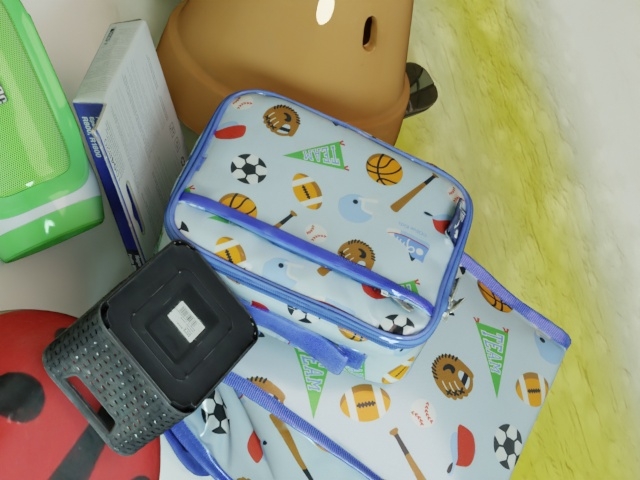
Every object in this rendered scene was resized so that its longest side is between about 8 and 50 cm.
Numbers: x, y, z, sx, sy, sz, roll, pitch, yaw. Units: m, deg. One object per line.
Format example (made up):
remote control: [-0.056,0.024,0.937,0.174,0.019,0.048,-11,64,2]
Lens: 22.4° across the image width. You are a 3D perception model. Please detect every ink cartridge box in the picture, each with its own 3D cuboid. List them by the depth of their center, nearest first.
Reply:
ink cartridge box: [-0.188,-0.075,1.633,0.224,0.045,0.223,-78,157,-55]

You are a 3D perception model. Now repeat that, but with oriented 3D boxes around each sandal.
sandal: [0.051,-0.175,2.014,0.219,0.060,0.090,-18,82,-39]

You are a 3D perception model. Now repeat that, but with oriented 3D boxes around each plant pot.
plant pot: [-0.022,-0.237,1.767,0.291,0.203,0.291,13,36,-10]

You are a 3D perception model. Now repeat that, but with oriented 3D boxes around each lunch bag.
lunch bag: [0.000,0.000,1.591,0.303,0.115,0.243,24,52,0]
lunch bag: [0.018,0.135,1.709,0.385,0.239,0.328,39,49,-11]

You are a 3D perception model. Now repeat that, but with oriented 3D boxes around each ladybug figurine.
ladybug figurine: [-0.273,0.232,1.424,0.305,0.162,0.449,44,46,-24]

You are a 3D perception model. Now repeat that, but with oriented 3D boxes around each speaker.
speaker: [-0.317,-0.134,1.568,0.131,0.131,0.296,-25,91,-49]

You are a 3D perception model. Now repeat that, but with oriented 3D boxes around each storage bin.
storage bin: [-0.147,0.092,1.440,0.122,0.084,0.180,50,31,-4]
